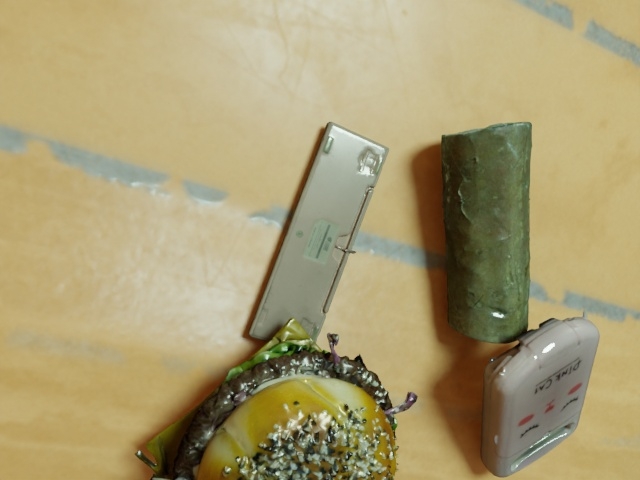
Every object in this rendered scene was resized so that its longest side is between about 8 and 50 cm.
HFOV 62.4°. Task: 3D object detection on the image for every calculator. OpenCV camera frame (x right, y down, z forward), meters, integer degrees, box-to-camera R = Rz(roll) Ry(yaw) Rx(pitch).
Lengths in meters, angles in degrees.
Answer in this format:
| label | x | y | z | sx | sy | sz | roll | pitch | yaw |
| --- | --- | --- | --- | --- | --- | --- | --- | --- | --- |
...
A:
| label | x | y | z | sx | sy | sz | roll | pitch | yaw |
| --- | --- | --- | --- | --- | --- | --- | --- | --- | --- |
| calculator | 0.176 | 0.132 | 0.434 | 0.100 | 0.032 | 0.175 | -25 | 130 | -15 |

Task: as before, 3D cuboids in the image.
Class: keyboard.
| label | x | y | z | sx | sy | sz | roll | pitch | yaw |
| --- | --- | --- | --- | --- | --- | --- | --- | --- | --- |
| keyboard | 0.000 | 0.000 | 0.391 | 0.055 | 0.017 | 0.166 | 21 | 91 | -16 |

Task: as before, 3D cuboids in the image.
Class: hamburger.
| label | x | y | z | sx | sy | sz | roll | pitch | yaw |
| --- | --- | --- | --- | --- | --- | --- | --- | --- | --- |
| hamburger | -0.023 | 0.156 | 0.359 | 0.164 | 0.093 | 0.189 | 41 | 91 | -24 |

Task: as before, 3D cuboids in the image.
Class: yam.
| label | x | y | z | sx | sy | sz | roll | pitch | yaw |
| --- | --- | --- | --- | --- | --- | --- | --- | --- | --- |
| yam | 0.129 | -0.008 | 0.409 | 0.068 | 0.068 | 0.169 | -12 | 110 | -17 |
